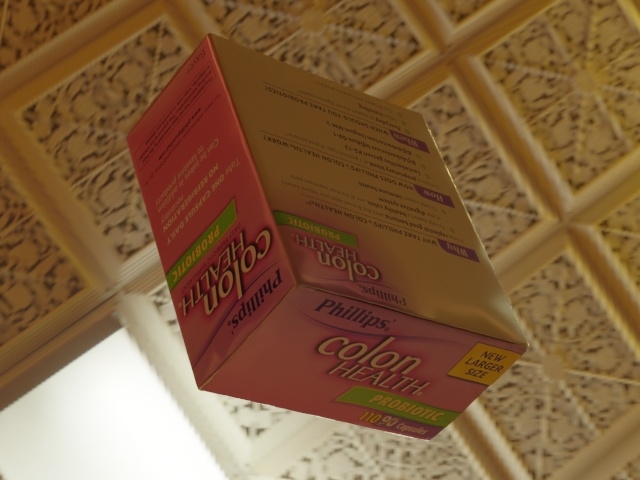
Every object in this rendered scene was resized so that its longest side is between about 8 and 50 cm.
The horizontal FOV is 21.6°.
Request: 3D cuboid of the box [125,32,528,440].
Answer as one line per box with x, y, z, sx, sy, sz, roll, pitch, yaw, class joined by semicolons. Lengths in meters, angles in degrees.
0.000;0.000;1.204;0.213;0.117;0.243;17;-142;-38;box
